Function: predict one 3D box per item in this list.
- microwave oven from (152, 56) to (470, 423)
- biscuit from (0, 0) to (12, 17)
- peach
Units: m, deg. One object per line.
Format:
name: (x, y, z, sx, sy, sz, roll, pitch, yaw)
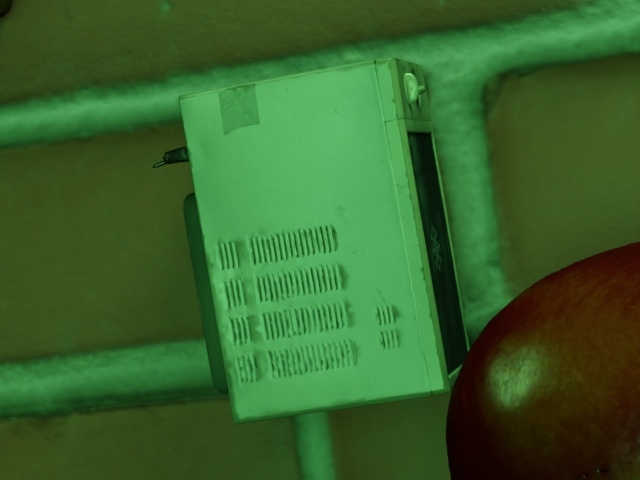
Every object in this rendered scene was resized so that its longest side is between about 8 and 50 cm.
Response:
microwave oven: (0.000, 0.000, 1.270, 0.194, 0.145, 0.240, -10, 91, 15)
biscuit: (-0.412, -0.288, 1.221, 0.342, 0.395, 0.166, 19, 91, 7)
peach: (0.242, 0.089, 1.145, 0.361, 0.257, 0.201, -29, 59, 50)
